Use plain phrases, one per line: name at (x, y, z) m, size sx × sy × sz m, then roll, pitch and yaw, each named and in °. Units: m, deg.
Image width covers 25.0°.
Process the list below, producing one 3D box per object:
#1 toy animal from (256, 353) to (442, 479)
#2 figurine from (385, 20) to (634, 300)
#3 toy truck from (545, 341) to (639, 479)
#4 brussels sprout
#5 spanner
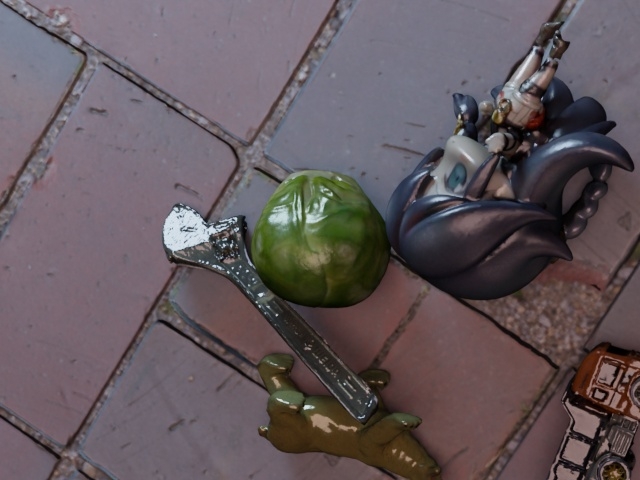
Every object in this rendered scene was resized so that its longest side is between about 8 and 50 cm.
toy animal at (0.030, 0.197, 1.513) m, size 0.218 × 0.103 × 0.101 m, roll 8°, pitch 114°, yaw 8°
figurine at (0.186, -0.063, 1.419) m, size 0.265 × 0.175 × 0.197 m, roll -38°, pitch 91°, yaw 19°
toy truck at (0.280, 0.197, 1.459) m, size 0.092 × 0.083 × 0.192 m, roll 22°, pitch 99°, yaw 14°
brussels sprout at (0.002, -0.001, 1.471) m, size 0.155 × 0.117 × 0.155 m, roll 5°, pitch 66°, yaw -11°
spanner at (-0.054, 0.069, 1.498) m, size 0.093 × 0.026 × 0.325 m, roll -38°, pitch 66°, yaw -13°
